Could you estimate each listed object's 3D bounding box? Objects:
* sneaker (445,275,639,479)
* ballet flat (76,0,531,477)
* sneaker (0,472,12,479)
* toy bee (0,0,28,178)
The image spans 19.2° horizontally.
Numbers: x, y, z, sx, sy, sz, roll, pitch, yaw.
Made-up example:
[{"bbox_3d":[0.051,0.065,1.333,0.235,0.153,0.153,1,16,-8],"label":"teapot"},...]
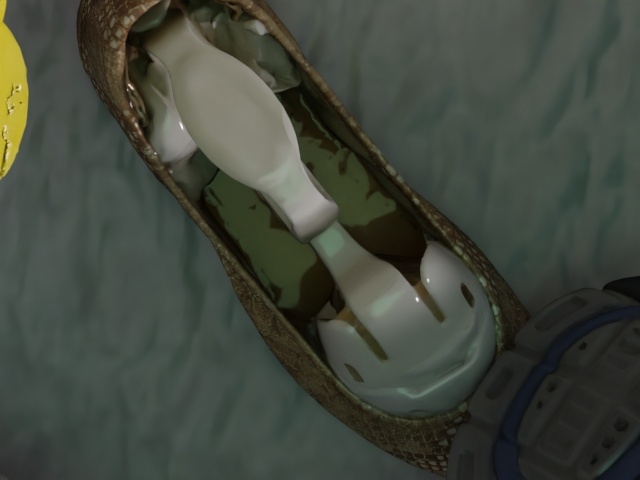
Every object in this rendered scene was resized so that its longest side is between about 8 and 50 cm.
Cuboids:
[{"bbox_3d":[0.056,0.151,0.529,0.297,0.111,0.129,-48,128,-18],"label":"sneaker"},{"bbox_3d":[0.000,0.000,0.565,0.073,0.067,0.206,-43,99,2],"label":"ballet flat"},{"bbox_3d":[-0.098,0.146,0.584,0.290,0.106,0.123,41,130,-17],"label":"sneaker"},{"bbox_3d":[-0.093,-0.126,0.489,0.162,0.298,0.195,-1,125,-41],"label":"toy bee"}]
